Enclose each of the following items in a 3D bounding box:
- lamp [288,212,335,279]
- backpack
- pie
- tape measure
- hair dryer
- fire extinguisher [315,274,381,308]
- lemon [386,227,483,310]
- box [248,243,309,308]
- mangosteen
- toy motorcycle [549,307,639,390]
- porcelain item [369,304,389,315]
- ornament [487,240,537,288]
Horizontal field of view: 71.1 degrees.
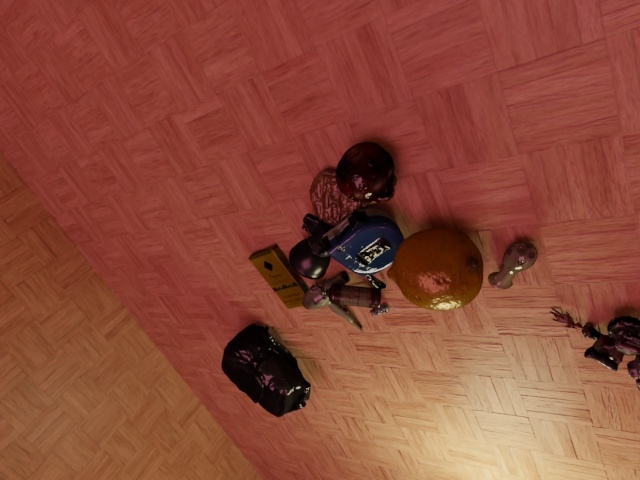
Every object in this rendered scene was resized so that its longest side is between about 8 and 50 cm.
[{"bbox_3d":[0.000,0.000,1.466,0.172,0.147,0.227,35,130,1],"label":"lamp"},{"bbox_3d":[-0.241,0.614,2.073,0.445,0.254,0.363,43,139,17],"label":"backpack"},{"bbox_3d":[0.057,-0.124,1.345,0.195,0.046,0.195,10,113,25],"label":"pie"},{"bbox_3d":[0.178,0.043,1.366,0.215,0.098,0.351,-39,132,20],"label":"tape measure"},{"bbox_3d":[0.085,0.215,1.646,0.267,0.092,0.229,24,132,-4],"label":"hair dryer"},{"bbox_3d":[0.093,0.175,1.542,0.231,0.071,0.099,8,96,3],"label":"fire extinguisher"},{"bbox_3d":[0.315,0.076,1.231,0.253,0.228,0.229,7,129,30],"label":"lemon"},{"bbox_3d":[-0.150,0.150,1.757,0.153,0.041,0.279,-18,113,44],"label":"box"},{"bbox_3d":[0.131,-0.170,1.200,0.166,0.166,0.180,-19,131,43],"label":"mangosteen"},{"bbox_3d":[0.799,0.289,1.154,0.400,0.134,0.207,24,130,15],"label":"toy motorcycle"},{"bbox_3d":[0.213,0.248,1.601,0.036,0.028,0.083,39,140,-21],"label":"porcelain item"},{"bbox_3d":[0.516,0.061,1.198,0.074,0.081,0.156,2,139,-10],"label":"ornament"}]
